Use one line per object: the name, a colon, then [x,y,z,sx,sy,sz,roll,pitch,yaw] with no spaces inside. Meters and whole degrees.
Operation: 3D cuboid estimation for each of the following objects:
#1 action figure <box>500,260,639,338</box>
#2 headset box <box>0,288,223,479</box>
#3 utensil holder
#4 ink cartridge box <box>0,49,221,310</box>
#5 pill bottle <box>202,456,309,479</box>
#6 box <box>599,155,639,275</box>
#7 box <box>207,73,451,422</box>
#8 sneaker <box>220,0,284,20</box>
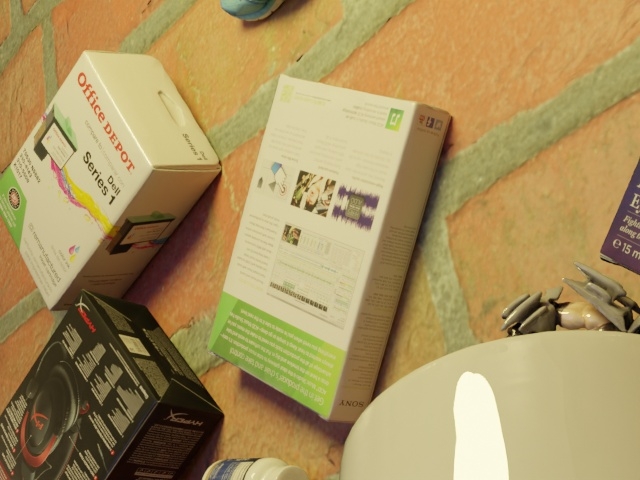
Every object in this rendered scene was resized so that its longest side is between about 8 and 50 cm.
action figure: [0.196,0.139,0.910,0.185,0.099,0.285,53,131,22]
headset box: [-0.278,0.243,1.417,0.293,0.110,0.218,-56,48,13]
utensil holder: [0.157,0.294,0.680,0.327,0.327,0.385,-44,29,35]
ink cartridge box: [-0.278,-0.075,1.503,0.278,0.117,0.201,-48,62,32]
pill bottle: [-0.066,0.260,1.232,0.120,0.067,0.067,-14,71,48]
box: [0.314,-0.047,0.813,0.153,0.108,0.207,32,106,50]
box: [0.000,0.000,1.227,0.232,0.058,0.322,22,97,51]
sneaker: [-0.069,-0.306,1.370,0.162,0.073,0.063,-17,68,47]
